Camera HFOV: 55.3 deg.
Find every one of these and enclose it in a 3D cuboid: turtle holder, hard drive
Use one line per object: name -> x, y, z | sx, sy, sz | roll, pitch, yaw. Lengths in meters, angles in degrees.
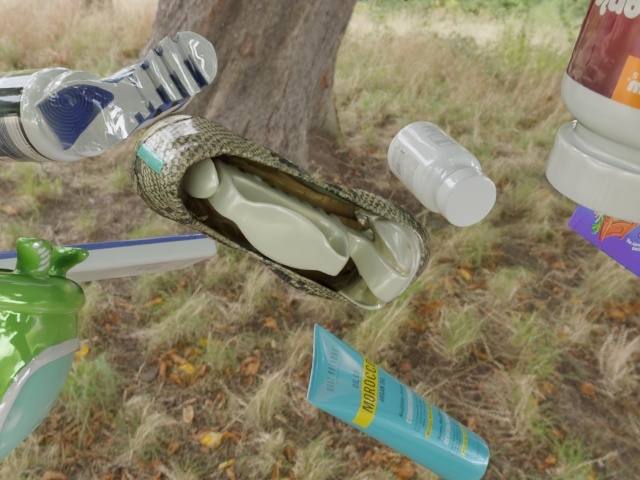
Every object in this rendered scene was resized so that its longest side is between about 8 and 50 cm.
turtle holder -> -0.371, 0.105, 0.599 | 0.243, 0.320, 0.228 | 9, 83, -36
hard drive -> -0.349, 0.035, 0.956 | 0.318, 0.210, 0.040 | -7, 84, -29

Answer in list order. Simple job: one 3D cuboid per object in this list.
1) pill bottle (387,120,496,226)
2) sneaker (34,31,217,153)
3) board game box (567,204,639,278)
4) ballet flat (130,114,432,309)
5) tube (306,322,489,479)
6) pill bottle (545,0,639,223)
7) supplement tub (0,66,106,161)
pill bottle -> 0.229, -0.126, 1.160 | 0.131, 0.131, 0.229 | 5, 29, -24
sneaker -> -0.324, -0.254, 1.100 | 0.128, 0.315, 0.182 | 64, -2, -9
board game box -> 0.470, 0.050, 0.643 | 0.346, 0.078, 0.233 | 18, 20, -22
ballet flat -> 0.000, 0.000, 0.759 | 0.482, 0.164, 0.182 | 24, 10, -35
tube -> 0.067, 0.157, 0.556 | 0.207, 0.052, 0.080 | 36, 30, -22
pill bottle -> 0.227, -0.128, 0.384 | 0.121, 0.221, 0.121 | 7, 31, -4
supplement tub -> -0.582, -0.258, 1.272 | 0.272, 0.191, 0.191 | 3, 30, 25
